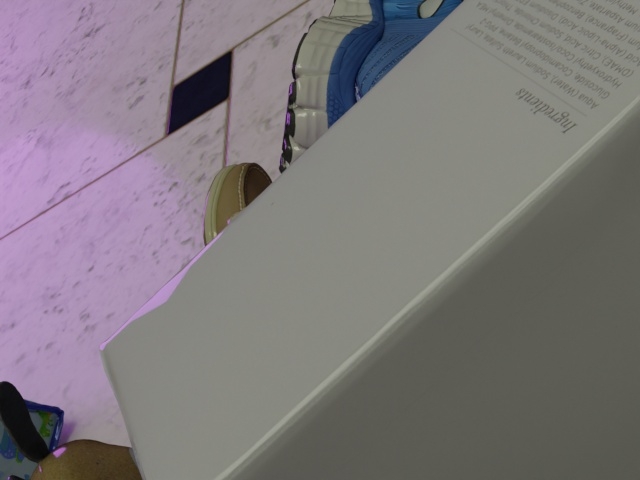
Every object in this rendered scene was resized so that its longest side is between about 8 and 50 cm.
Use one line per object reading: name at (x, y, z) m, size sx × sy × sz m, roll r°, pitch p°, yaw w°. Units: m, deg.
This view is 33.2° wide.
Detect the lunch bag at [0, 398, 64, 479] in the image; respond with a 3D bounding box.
lunch bag at (-0.293, 0.195, 0.860) m, size 0.129 × 0.096 × 0.151 m, roll -4°, pitch 67°, yaw 40°

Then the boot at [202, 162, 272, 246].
boot at (0.000, 0.000, 0.762) m, size 0.165 × 0.077 × 0.213 m, roll -29°, pitch 44°, yaw 23°

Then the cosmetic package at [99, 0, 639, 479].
cosmetic package at (0.109, 0.016, 0.520) m, size 0.385 × 0.217 × 0.156 m, roll -41°, pitch 35°, yaw 4°

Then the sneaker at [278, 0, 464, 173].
sneaker at (0.075, -0.132, 0.793) m, size 0.147 × 0.130 × 0.330 m, roll 15°, pitch 39°, yaw 5°

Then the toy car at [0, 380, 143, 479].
toy car at (-0.112, 0.150, 0.629) m, size 0.149 × 0.188 × 0.155 m, roll -44°, pitch 36°, yaw 3°
